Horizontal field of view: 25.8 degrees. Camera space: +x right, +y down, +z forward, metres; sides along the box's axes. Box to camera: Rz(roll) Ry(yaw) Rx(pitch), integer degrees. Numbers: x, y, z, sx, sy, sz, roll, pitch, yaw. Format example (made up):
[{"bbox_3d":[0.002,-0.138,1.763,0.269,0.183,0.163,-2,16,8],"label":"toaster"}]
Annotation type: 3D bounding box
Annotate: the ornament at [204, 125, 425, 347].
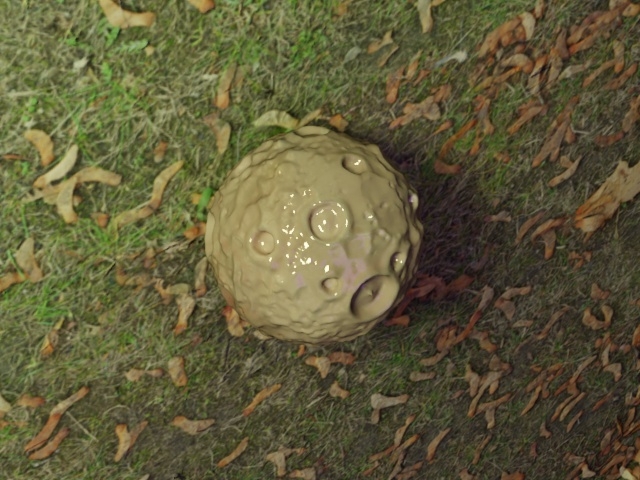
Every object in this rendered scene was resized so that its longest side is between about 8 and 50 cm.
[{"bbox_3d":[0.000,0.000,1.620,0.259,0.225,0.259,-22,137,-22],"label":"ornament"}]
